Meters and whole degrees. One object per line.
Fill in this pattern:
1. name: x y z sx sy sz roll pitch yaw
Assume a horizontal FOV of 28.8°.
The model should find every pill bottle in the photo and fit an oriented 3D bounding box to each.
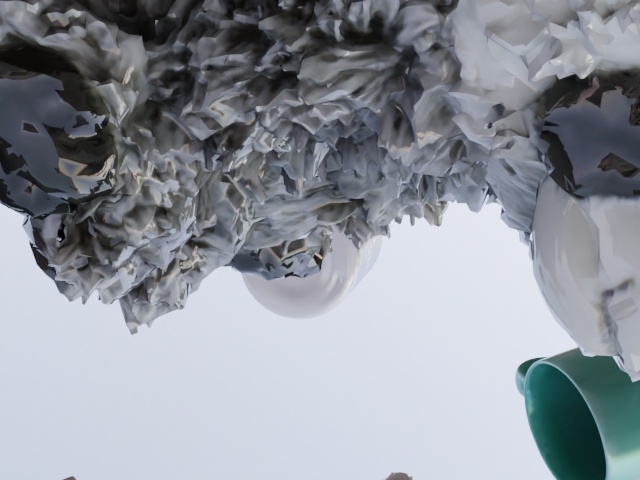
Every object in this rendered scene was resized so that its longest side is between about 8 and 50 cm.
1. pill bottle: 0.000 0.000 1.018 0.094 0.094 0.169 25 -164 7

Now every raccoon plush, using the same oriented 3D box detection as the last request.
1. raccoon plush: 0.029 -0.167 0.399 0.299 0.446 0.216 -15 177 15

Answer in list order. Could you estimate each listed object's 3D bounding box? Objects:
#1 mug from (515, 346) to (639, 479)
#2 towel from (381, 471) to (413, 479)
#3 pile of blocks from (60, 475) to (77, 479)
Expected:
1. mug: 0.248 0.142 1.096 0.097 0.129 0.157 -16 -121 -18
2. towel: 0.024 0.369 1.165 0.049 0.282 0.187 13 -166 23
3. pile of blocks: -0.313 0.449 1.373 0.149 0.362 0.113 8 -168 -33
